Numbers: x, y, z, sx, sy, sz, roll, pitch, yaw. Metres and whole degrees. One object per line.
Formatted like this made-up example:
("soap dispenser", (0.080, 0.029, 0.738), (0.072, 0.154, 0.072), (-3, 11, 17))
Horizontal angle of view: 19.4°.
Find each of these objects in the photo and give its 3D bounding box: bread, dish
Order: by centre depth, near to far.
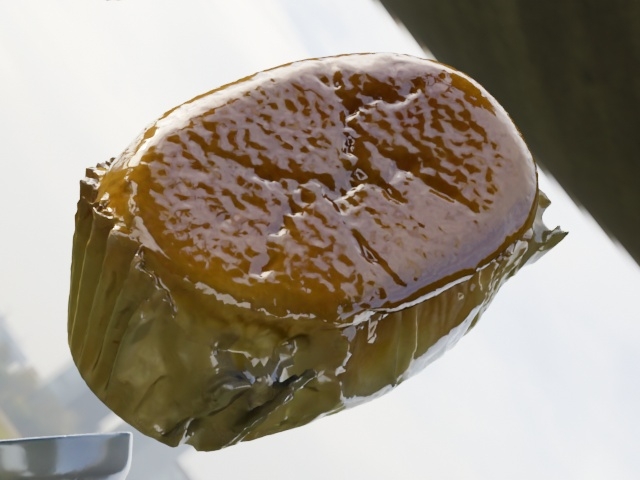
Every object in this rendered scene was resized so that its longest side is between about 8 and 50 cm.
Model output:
("bread", (-0.010, -0.007, 1.341), (0.236, 0.389, 0.183), (38, -49, 25))
("dish", (-0.298, 0.245, 1.662), (0.273, 0.273, 0.133), (138, -54, -79))
